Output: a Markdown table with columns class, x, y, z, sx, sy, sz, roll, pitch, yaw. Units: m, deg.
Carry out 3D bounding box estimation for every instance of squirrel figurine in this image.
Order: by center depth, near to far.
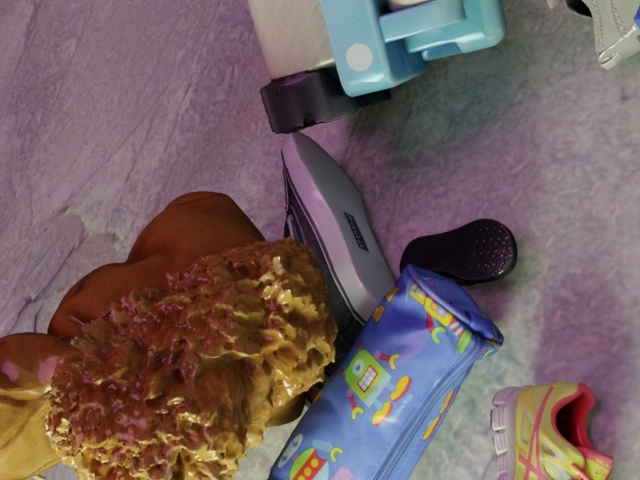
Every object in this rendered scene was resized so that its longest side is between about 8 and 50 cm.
| class | x | y | z | sx | sy | sz | roll | pitch | yaw |
| --- | --- | --- | --- | --- | --- | --- | --- | --- | --- |
| squirrel figurine | -0.193 | 0.122 | 0.939 | 0.397 | 0.370 | 0.281 | -4 | 102 | 63 |

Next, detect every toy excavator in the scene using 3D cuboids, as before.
| class | x | y | z | sx | sy | sz | roll | pitch | yaw |
| --- | --- | --- | --- | --- | --- | --- | --- | --- | --- |
| toy excavator | 0.124 | -0.265 | 0.979 | 0.445 | 0.433 | 0.222 | -13 | 100 | 18 |

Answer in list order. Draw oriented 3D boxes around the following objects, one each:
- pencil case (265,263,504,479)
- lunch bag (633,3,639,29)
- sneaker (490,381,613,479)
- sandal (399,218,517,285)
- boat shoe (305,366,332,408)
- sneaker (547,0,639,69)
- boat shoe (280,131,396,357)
| class | x | y | z | sx | sy | sz | roll | pitch | yaw |
| --- | --- | --- | --- | --- | --- | --- | --- | --- | --- |
| pencil case | 0.055 | 0.175 | 0.945 | 0.306 | 0.119 | 0.133 | -57 | 37 | 6 |
| lunch bag | 0.372 | -0.247 | 0.760 | 0.293 | 0.138 | 0.221 | -64 | 21 | 14 |
| sneaker | 0.197 | 0.206 | 0.806 | 0.094 | 0.081 | 0.208 | -25 | 52 | 34 |
| sandal | 0.147 | 0.018 | 1.006 | 0.179 | 0.040 | 0.067 | -7 | 58 | 61 |
| boat shoe | -0.014 | 0.134 | 1.100 | 0.043 | 0.049 | 0.137 | -45 | 44 | 15 |
| sneaker | 0.264 | -0.291 | 0.994 | 0.115 | 0.105 | 0.281 | -40 | 45 | 25 |
| boat shoe | 0.000 | 0.000 | 1.125 | 0.102 | 0.108 | 0.301 | -41 | 51 | 22 |
